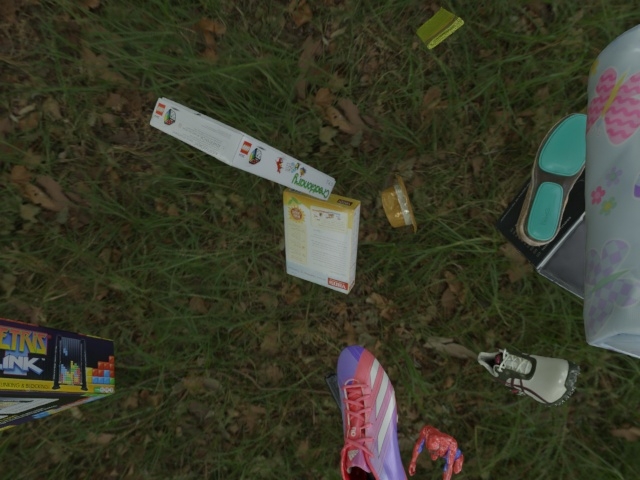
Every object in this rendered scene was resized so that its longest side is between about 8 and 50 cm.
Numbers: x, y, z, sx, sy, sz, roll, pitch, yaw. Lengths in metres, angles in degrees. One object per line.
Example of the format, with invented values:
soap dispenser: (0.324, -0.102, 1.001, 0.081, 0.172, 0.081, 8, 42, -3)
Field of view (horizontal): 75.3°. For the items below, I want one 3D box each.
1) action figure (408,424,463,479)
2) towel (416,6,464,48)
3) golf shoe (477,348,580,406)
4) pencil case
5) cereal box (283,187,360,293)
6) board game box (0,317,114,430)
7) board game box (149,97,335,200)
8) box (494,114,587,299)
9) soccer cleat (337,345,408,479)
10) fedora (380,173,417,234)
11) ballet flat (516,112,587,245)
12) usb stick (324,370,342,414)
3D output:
action figure: (0.254, 0.497, 0.916, 0.139, 0.091, 0.280, -58, 145, -23)
towel: (0.321, -0.592, 1.149, 0.102, 0.237, 0.021, -33, 118, 23)
golf shoe: (0.472, 0.309, 0.963, 0.120, 0.273, 0.105, 28, 72, 0)
pencil case: (0.274, -0.038, 0.320, 0.114, 0.124, 0.273, 16, 71, -15)
cereal box: (0.000, 0.000, 0.960, 0.173, 0.047, 0.240, 18, 130, 21)
board game box: (-0.263, 0.104, 0.286, 0.170, 0.141, 0.048, -20, 63, 9)
board game box: (-0.121, -0.154, 0.752, 0.193, 0.305, 0.053, 29, 98, 27)
box: (0.848, -0.107, 1.276, 0.297, 0.472, 0.480, 30, 109, -3)
soccer cleat: (0.060, 0.261, 0.564, 0.083, 0.248, 0.095, -28, 147, 28)
fedora: (0.232, -0.103, 1.254, 0.079, 0.194, 0.194, -18, 103, 11)
ballet flat: (0.528, -0.137, 0.960, 0.108, 0.106, 0.316, 24, 89, 13)
usb stick: (0.089, 0.519, 1.220, 0.045, 0.077, 0.278, -28, 72, -4)
